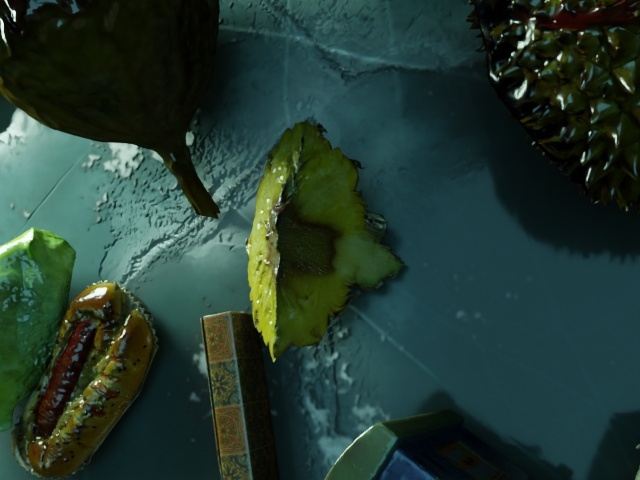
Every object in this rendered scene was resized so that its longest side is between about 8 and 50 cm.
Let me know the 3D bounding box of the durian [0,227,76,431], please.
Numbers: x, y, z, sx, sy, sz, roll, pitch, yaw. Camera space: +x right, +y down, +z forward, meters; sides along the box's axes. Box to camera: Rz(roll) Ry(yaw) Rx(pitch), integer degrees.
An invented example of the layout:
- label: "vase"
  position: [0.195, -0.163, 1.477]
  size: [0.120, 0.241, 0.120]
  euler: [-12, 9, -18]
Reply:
- label: "durian"
  position: [-0.393, 0.102, 0.853]
  size: [0.139, 0.101, 0.250]
  euler: [25, 88, 17]

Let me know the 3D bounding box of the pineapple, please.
- label: "pineapple"
  position: [0.000, -0.006, 0.781]
  size: [0.164, 0.140, 0.249]
  euler: [-3, 97, -26]

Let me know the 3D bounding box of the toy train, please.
- label: "toy train"
  position: [0.130, 0.241, 0.595]
  size: [0.202, 0.300, 0.131]
  euler: [34, 93, 25]

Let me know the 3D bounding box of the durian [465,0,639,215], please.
- label: "durian"
  position: [0.278, -0.217, 0.601]
  size: [0.348, 0.347, 0.384]
  euler: [7, 121, 16]

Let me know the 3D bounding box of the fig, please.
- label: "fig"
  position: [-0.207, -0.190, 0.807]
  size: [0.286, 0.286, 0.368]
  euler: [-32, 107, 8]

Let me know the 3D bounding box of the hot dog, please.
- label: "hot dog"
  position: [-0.286, 0.172, 0.831]
  size: [0.131, 0.069, 0.252]
  euler: [28, 90, 16]

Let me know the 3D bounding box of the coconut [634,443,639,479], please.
- label: "coconut"
  position: [0.363, 0.267, 0.561]
  size: [0.244, 0.239, 0.239]
  euler: [-9, 79, 8]

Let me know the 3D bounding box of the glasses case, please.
- label: "glasses case"
  position: [-0.092, 0.192, 0.773]
  size: [0.049, 0.075, 0.218]
  euler: [-12, 79, 16]
